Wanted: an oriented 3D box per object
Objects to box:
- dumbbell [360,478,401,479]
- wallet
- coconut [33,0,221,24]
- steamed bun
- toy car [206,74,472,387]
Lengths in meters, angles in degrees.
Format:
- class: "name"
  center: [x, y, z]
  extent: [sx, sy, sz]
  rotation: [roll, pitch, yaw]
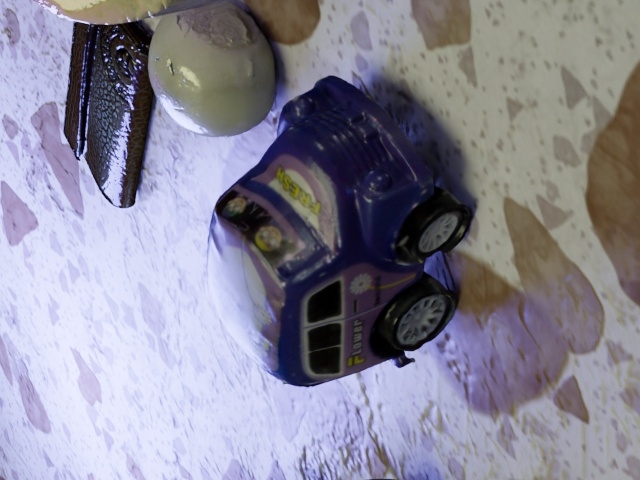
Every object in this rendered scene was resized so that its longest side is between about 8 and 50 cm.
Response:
- class: "dumbbell"
  center: [-0.001, 0.319, 1.479]
  extent: [0.388, 0.185, 0.185]
  rotation: [-26, 87, 62]
- class: "wallet"
  center: [-0.222, -0.150, 1.666]
  extent: [0.133, 0.039, 0.243]
  rotation: [52, 148, 24]
- class: "coconut"
  center: [-0.130, -0.286, 1.220]
  extent: [0.233, 0.245, 0.233]
  rotation: [7, 111, 19]
- class: "steamed bun"
  center: [-0.101, -0.146, 1.409]
  extent: [0.130, 0.091, 0.112]
  rotation: [49, 148, 29]
- class: "toy car"
  center: [0.000, 0.000, 1.270]
  extent: [0.172, 0.158, 0.235]
  rotation: [46, 145, 33]
